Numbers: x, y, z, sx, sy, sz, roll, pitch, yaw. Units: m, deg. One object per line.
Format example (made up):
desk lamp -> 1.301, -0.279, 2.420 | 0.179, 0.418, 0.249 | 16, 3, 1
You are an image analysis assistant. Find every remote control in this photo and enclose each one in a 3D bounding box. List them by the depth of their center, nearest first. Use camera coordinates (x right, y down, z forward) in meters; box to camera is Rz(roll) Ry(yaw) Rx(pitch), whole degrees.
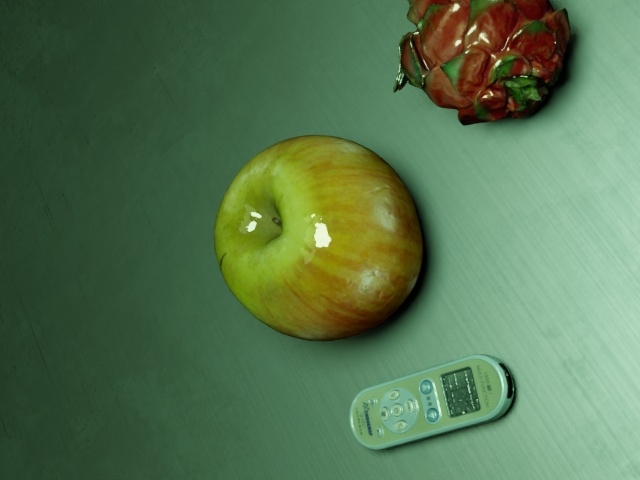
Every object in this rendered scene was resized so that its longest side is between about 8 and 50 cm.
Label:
remote control -> 0.142, 0.213, 1.246 | 0.244, 0.047, 0.087 | -23, 66, 33

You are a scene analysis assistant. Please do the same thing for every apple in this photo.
apple -> 0.000, 0.000, 1.274 | 0.286, 0.233, 0.286 | -10, 75, 40

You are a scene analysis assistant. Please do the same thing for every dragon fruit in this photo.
dragon fruit -> 0.193, -0.256, 1.196 | 0.274, 0.193, 0.192 | 52, 142, 32
